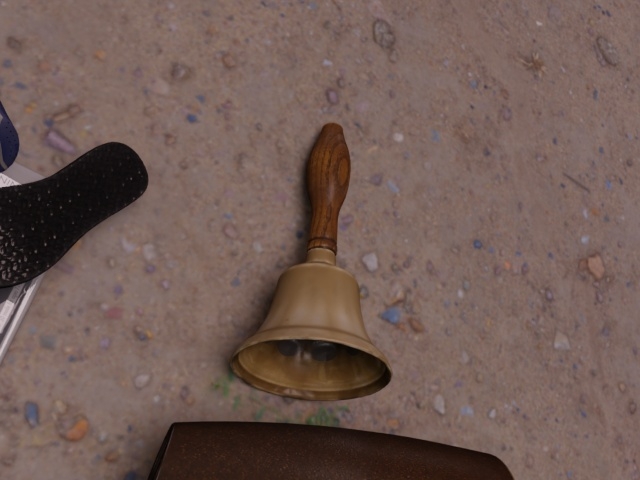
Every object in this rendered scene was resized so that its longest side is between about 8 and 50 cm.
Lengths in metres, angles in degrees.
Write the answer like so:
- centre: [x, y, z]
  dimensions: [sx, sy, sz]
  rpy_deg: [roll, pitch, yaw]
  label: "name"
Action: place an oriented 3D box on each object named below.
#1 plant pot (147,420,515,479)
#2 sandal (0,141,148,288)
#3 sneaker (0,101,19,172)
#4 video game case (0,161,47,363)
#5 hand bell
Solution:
- centre: [-0.014, 0.215, 0.561]
  dimensions: [0.230, 0.215, 0.215]
  rpy_deg: [22, 67, -8]
  label: "plant pot"
- centre: [-0.198, -0.016, 0.577]
  dimensions: [0.179, 0.040, 0.067]
  rpy_deg: [-38, 103, -46]
  label: "sandal"
- centre: [-0.274, -0.202, 0.536]
  dimensions: [0.182, 0.127, 0.315]
  rpy_deg: [-37, 87, -32]
  label: "sneaker"
- centre: [-0.282, 0.011, 0.551]
  dimensions: [0.173, 0.022, 0.190]
  rpy_deg: [29, 65, -20]
  label: "video game case"
- centre: [0.000, 0.000, 0.685]
  dimensions: [0.126, 0.126, 0.242]
  rpy_deg: [20, 55, -24]
  label: "hand bell"
